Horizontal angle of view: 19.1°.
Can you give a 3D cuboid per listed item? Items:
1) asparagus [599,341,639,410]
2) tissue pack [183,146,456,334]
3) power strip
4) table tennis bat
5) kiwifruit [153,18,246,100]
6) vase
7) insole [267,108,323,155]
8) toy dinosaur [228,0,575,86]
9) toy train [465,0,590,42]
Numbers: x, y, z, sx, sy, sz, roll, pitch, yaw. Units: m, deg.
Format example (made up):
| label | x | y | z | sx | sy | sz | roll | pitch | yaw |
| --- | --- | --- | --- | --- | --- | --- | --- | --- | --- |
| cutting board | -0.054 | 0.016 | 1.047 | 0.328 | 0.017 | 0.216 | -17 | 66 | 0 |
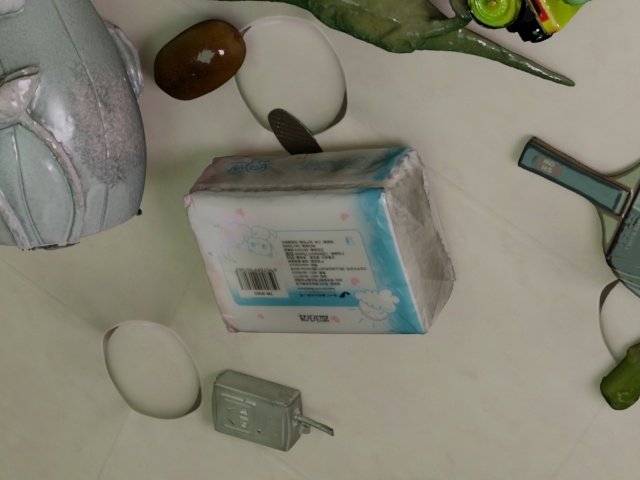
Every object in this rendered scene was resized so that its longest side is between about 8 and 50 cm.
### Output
| label | x | y | z | sx | sy | sz | roll | pitch | yaw |
| --- | --- | --- | --- | --- | --- | --- | --- | --- | --- |
| asparagus | 0.366 | 0.118 | 2.047 | 0.178 | 0.041 | 0.045 | -52 | 47 | 39 |
| tissue pack | 0.001 | 0.002 | 2.140 | 0.271 | 0.124 | 0.201 | -1 | 119 | 30 |
| power strip | -0.059 | 0.216 | 2.352 | 0.175 | 0.042 | 0.075 | 13 | 121 | 24 |
| table tennis bat | 0.343 | -0.027 | 1.976 | 0.301 | 0.022 | 0.173 | 30 | 114 | 17 |
| kiwifruit | -0.137 | -0.203 | 2.142 | 0.124 | 0.075 | 0.075 | -25 | 102 | 34 |
| vase | -0.335 | -0.222 | 2.146 | 0.250 | 0.250 | 0.445 | 1 | 111 | 30 |
| insole | -0.012 | -0.096 | 2.172 | 0.045 | 0.002 | 0.135 | -35 | 96 | 39 |
| toy dinosaur | 0.031 | -0.227 | 2.028 | 0.447 | 0.087 | 0.301 | 35 | 144 | -5 |
| toy train | 0.179 | -0.337 | 1.859 | 0.160 | 0.100 | 0.296 | -22 | 104 | 35 |
